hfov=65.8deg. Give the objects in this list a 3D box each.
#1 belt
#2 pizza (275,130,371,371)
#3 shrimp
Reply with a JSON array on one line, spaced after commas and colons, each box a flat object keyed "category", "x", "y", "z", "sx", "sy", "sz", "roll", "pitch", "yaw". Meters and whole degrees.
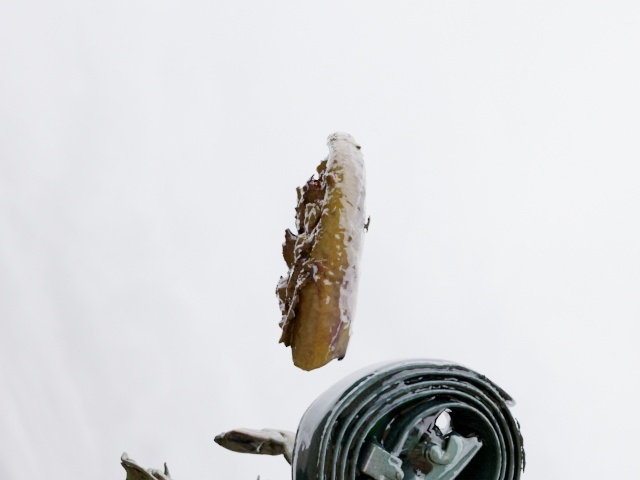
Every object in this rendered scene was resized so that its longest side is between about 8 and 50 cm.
[{"category": "belt", "x": 0.099, "y": 0.228, "z": 0.527, "sx": 0.116, "sy": 0.268, "sz": 0.206, "roll": -33, "pitch": -105, "yaw": 65}, {"category": "pizza", "x": 0.000, "y": 0.000, "z": 0.565, "sx": 0.086, "sy": 0.305, "sz": 0.161, "roll": 11, "pitch": -31, "yaw": -8}, {"category": "shrimp", "x": -0.113, "y": 0.339, "z": 0.678, "sx": 0.361, "sy": 0.247, "sz": 0.085, "roll": 7, "pitch": -67, "yaw": 16}]
